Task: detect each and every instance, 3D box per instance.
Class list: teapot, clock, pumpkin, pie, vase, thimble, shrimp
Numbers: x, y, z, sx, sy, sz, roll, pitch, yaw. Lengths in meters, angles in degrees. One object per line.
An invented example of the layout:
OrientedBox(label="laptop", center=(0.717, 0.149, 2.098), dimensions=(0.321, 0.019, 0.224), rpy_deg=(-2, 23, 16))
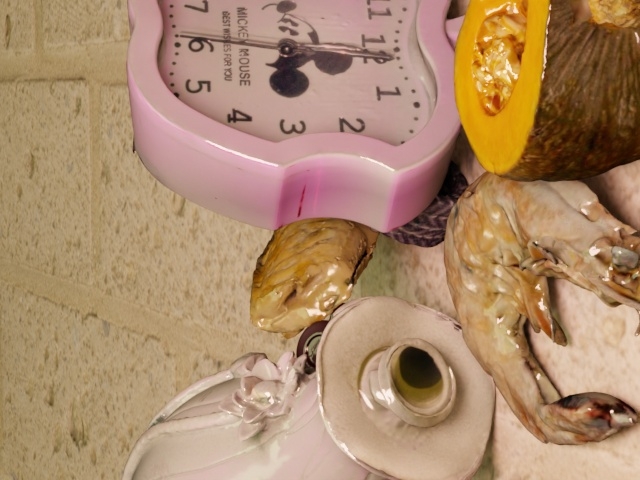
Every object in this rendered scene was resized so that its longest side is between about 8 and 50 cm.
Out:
OrientedBox(label="teapot", center=(0.013, 0.113, 1.800), dimensions=(0.068, 0.045, 0.100), rpy_deg=(19, 92, 38))
OrientedBox(label="clock", center=(-0.011, -0.161, 1.540), dimensions=(0.102, 0.339, 0.338), rpy_deg=(98, 156, -55))
OrientedBox(label="pumpkin", center=(0.202, -0.193, 1.285), dimensions=(0.222, 0.139, 0.317), rpy_deg=(-139, 53, -59))
OrientedBox(label="pie", center=(0.000, 0.000, 1.626), dimensions=(0.068, 0.129, 0.282), rpy_deg=(54, -160, -13))
OrientedBox(label="vase", center=(-0.017, 0.213, 1.665), dimensions=(0.445, 0.250, 0.250), rpy_deg=(-41, 56, 51))
OrientedBox(label="thimble", center=(0.087, -0.046, 1.588), dimensions=(0.104, 0.095, 0.066), rpy_deg=(-73, 9, -58))
OrientedBox(label="shrimp", center=(0.194, 0.057, 1.402), dimensions=(0.360, 0.085, 0.247), rpy_deg=(-167, 67, -66))
